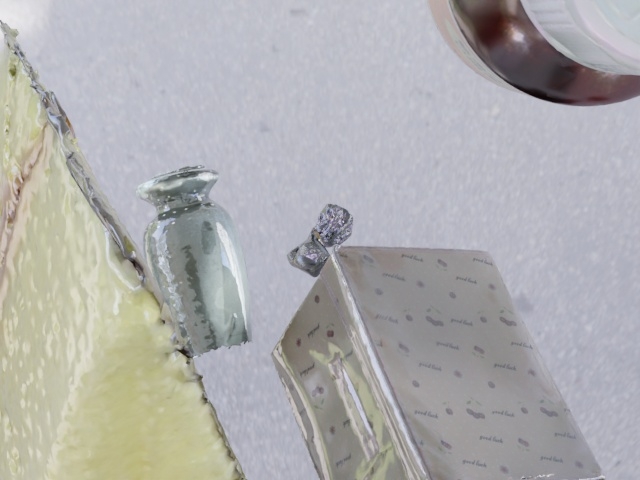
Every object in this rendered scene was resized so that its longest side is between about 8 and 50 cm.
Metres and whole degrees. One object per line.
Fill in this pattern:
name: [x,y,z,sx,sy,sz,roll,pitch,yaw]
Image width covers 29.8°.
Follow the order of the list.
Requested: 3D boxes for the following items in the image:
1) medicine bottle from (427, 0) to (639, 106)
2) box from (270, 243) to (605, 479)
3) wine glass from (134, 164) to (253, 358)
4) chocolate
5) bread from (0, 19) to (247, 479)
medicine bottle: [0.206,-0.221,0.913,0.242,0.395,0.243,0,97,1]
box: [0.113,0.177,1.277,0.225,0.190,0.297,2,50,-32]
wine glass: [-0.138,0.025,1.334,0.111,0.111,0.204,-14,89,-7]
chocolate: [-0.003,0.001,1.749,0.072,0.147,0.070,-24,100,29]
bread: [-0.105,0.045,0.737,0.242,0.405,0.346,1,41,-30]
